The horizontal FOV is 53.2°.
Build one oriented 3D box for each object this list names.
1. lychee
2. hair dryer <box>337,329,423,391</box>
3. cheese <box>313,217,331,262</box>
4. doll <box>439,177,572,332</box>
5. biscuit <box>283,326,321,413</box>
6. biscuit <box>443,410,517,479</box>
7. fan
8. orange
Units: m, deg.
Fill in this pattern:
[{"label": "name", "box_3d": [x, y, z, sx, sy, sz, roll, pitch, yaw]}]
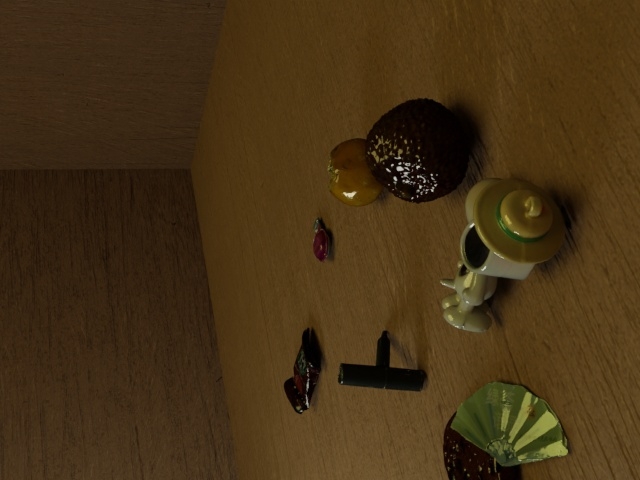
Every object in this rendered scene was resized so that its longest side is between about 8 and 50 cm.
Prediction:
[{"label": "lychee", "box_3d": [0.172, -0.155, 1.131, 0.194, 0.194, 0.195, 177, 90, -69]}, {"label": "hair dryer", "box_3d": [0.115, 0.248, 1.370, 0.195, 0.173, 0.050, -104, 24, -64]}, {"label": "cheese", "box_3d": [0.000, 0.000, 1.770, 0.095, 0.038, 0.145, 111, 154, -43]}, {"label": "doll", "box_3d": [0.272, 0.035, 0.982, 0.208, 0.143, 0.272, -91, 9, -70]}, {"label": "biscuit", "box_3d": [-0.050, 0.394, 1.909, 0.151, 0.063, 0.235, -122, 39, -51]}, {"label": "biscuit", "box_3d": [0.273, 0.386, 1.112, 0.192, 0.049, 0.192, -175, 90, -68]}, {"label": "fan", "box_3d": [0.295, 0.295, 1.029, 0.240, 0.009, 0.131, -10, 68, 57]}, {"label": "orange", "box_3d": [0.076, -0.152, 1.431, 0.154, 0.134, 0.155, -1, 89, 62]}]
